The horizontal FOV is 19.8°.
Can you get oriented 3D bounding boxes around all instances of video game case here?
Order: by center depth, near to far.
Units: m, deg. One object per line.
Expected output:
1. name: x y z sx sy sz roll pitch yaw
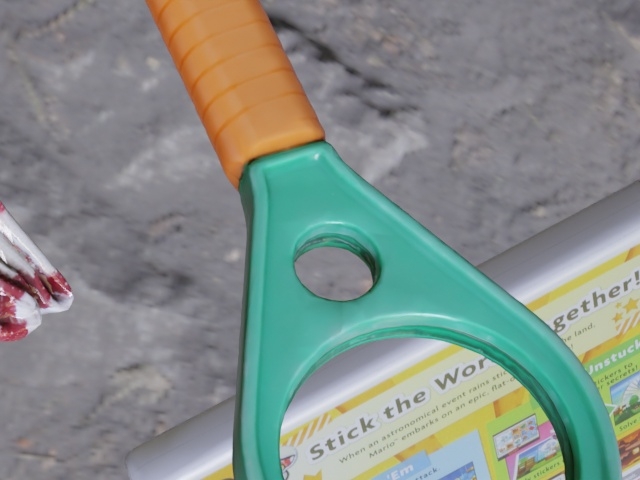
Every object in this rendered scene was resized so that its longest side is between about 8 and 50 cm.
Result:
1. video game case: 0.055 0.096 0.696 0.227 0.206 0.026 -27 46 -11

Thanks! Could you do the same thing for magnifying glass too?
1. magnifying glass: 0.000 0.000 0.469 0.092 0.026 0.231 -17 62 -18

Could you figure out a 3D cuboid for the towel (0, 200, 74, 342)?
1. towel: -0.237 -0.086 0.579 0.037 0.329 0.237 -48 21 -26
